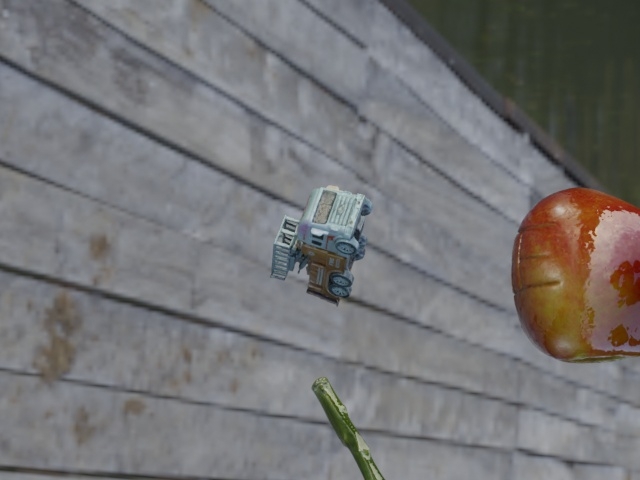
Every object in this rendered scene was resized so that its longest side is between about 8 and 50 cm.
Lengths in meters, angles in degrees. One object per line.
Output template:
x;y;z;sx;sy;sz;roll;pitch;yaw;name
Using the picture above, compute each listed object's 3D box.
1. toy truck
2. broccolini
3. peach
0.000;-0.001;1.787;0.177;0.115;0.080;100;9;-59;toy truck
0.056;0.350;2.018;0.392;0.079;0.074;58;-1;41;broccolini
0.425;0.050;2.090;0.248;0.245;0.274;7;74;-68;peach
